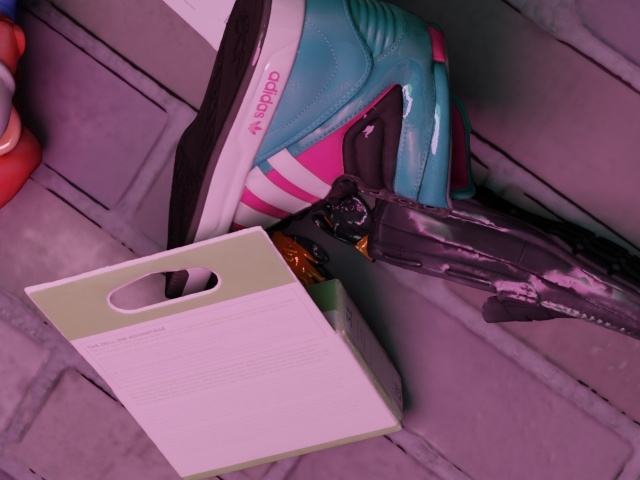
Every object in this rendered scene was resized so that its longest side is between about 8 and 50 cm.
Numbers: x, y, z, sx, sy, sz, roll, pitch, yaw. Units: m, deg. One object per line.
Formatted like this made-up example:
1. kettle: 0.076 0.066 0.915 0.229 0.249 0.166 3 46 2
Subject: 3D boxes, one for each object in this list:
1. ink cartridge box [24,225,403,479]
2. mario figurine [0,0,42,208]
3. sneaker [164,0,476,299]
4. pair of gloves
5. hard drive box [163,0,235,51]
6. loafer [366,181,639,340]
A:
1. ink cartridge box: -0.065 0.064 1.237 0.171 0.056 0.235 -15 135 18
2. mario figurine: -0.270 -0.156 1.271 0.170 0.198 0.321 8 96 2
3. sneaker: 0.007 -0.050 1.194 0.178 0.124 0.295 9 144 -14
4. pair of gloves: 0.000 0.000 1.306 0.083 0.010 0.074 -43 85 16
5. hard drive box: -0.016 -0.242 1.235 0.181 0.089 0.232 43 107 6
6. loafer: 0.135 0.021 1.241 0.223 0.076 0.078 24 109 16
